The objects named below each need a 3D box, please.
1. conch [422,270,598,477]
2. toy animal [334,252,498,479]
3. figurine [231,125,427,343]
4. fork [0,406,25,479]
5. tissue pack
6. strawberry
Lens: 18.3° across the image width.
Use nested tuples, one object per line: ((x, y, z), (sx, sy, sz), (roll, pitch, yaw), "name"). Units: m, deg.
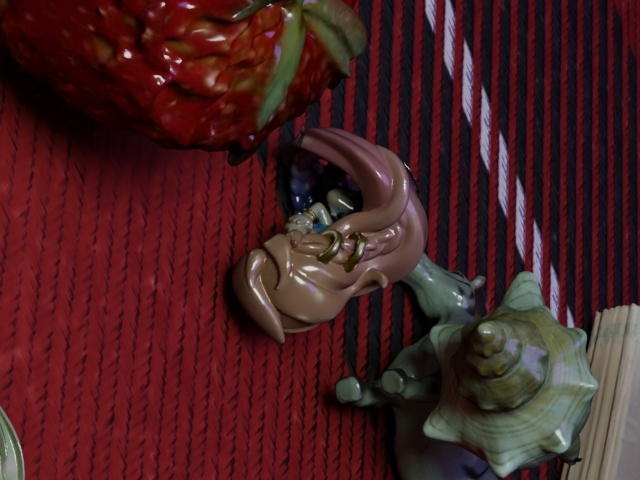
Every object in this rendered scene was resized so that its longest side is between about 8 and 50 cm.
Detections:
((0.122, 0.089, 1.337), (0.234, 0.114, 0.137), (67, 18, -84), "conch")
((0.073, 0.119, 1.402), (0.170, 0.090, 0.255), (30, 60, -53), "toy animal")
((0.010, 0.002, 1.317), (0.114, 0.126, 0.157), (22, 50, -2), "figurine")
((-0.173, 0.187, 1.068), (0.034, 0.028, 0.219), (6, 76, -59), "fork")
((0.260, 0.230, 1.655), (0.170, 0.071, 0.325), (48, 45, -35), "tissue pack")
((-0.090, -0.191, 1.160), (0.261, 0.258, 0.261), (-48, 149, -42), "strawberry")
